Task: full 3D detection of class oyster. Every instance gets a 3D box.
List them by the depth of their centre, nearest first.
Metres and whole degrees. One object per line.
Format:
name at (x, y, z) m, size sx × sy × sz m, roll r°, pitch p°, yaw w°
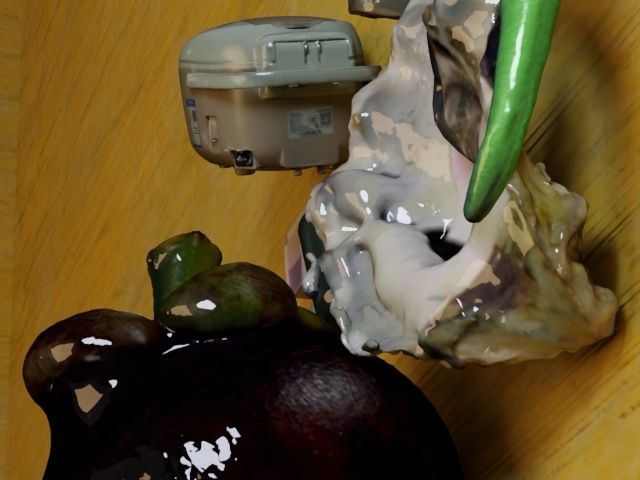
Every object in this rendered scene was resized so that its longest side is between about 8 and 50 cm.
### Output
oyster at (0.086, -0.045, 1.120) m, size 0.238 × 0.114 × 0.351 m, roll -65°, pitch 29°, yaw 22°

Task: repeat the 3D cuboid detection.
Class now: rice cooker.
rice cooker at (-0.036, -0.116, 1.447) m, size 0.206 × 0.145 × 0.127 m, roll -157°, pitch 63°, yaw -67°

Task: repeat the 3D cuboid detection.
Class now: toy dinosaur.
toy dinosaur at (0.044, -0.238, 1.110) m, size 0.374 × 0.144 × 0.500 m, roll -10°, pitch 61°, yaw 61°

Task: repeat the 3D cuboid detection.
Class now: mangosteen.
mangosteen at (-0.061, 0.170, 1.143) m, size 0.297 × 0.313 × 0.297 m, roll -35°, pitch 18°, yaw 13°

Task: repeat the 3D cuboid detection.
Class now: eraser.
eraser at (0.000, 0.000, 1.470) m, size 0.105 × 0.026 × 0.065 m, roll 124°, pitch 145°, yaw -52°

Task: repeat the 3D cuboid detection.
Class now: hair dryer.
hair dryer at (0.005, 0.069, 1.413) m, size 0.198 × 0.057 × 0.100 m, roll 104°, pitch 162°, yaw -45°

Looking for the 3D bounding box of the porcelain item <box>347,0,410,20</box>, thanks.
porcelain item at (0.070, -0.264, 1.301) m, size 0.081 × 0.069 × 0.216 m, roll -131°, pitch 49°, yaw -81°
